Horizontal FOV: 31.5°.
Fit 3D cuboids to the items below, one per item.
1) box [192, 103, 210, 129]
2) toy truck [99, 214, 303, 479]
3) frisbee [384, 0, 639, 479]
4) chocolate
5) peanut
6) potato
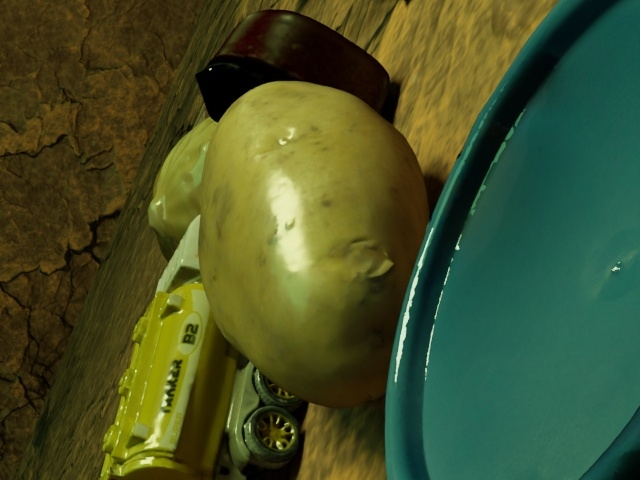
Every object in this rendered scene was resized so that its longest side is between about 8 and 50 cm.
[{"bbox_3d":[-0.094,-0.078,1.157,0.199,0.081,0.135,-89,25,-59],"label":"box"},{"bbox_3d":[-0.072,0.082,0.764,0.098,0.114,0.227,126,160,-46],"label":"toy truck"},{"bbox_3d":[0.093,0.004,0.403,0.242,0.045,0.242,-160,90,-76],"label":"frisbee"},{"bbox_3d":[-0.011,-0.114,0.811,0.125,0.148,0.080,1,63,34],"label":"chocolate"},{"bbox_3d":[-0.077,-0.043,0.979,0.159,0.109,0.141,-29,68,35],"label":"peanut"},{"bbox_3d":[0.001,-0.004,0.628,0.235,0.128,0.161,-149,65,-71],"label":"potato"}]
